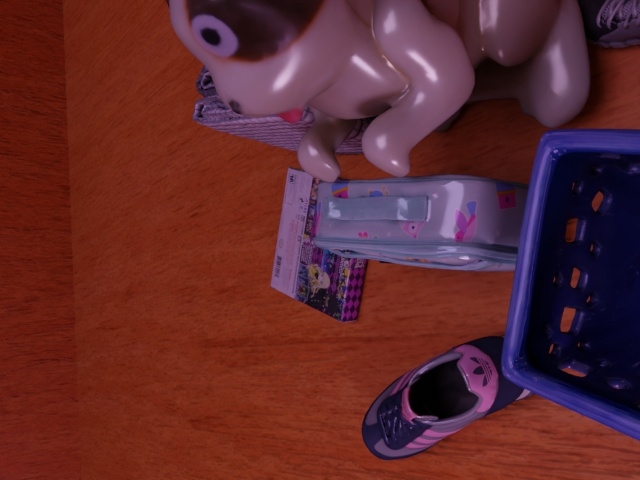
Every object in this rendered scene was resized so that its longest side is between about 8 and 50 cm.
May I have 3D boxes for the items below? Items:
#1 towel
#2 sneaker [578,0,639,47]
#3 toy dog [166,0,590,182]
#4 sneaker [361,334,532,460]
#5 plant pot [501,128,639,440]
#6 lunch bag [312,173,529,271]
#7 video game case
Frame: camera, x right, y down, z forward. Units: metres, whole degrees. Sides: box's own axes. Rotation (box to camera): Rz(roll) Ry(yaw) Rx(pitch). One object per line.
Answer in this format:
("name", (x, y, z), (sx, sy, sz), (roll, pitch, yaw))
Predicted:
("towel", (-0.036, -0.219, 0.930), (0.284, 0.235, 0.121), (9, 90, 50))
("sneaker", (0.323, -0.242, 0.575), (0.229, 0.132, 0.086), (27, 109, 47))
("toy dog", (0.048, -0.250, 0.619), (0.285, 0.408, 0.394), (27, 125, 53))
("sneaker", (0.132, 0.218, 0.789), (0.319, 0.131, 0.112), (-48, 55, 38))
("plant pot", (0.324, 0.037, 0.503), (0.236, 0.212, 0.235), (16, 101, 49))
("lunch bag", (0.131, -0.019, 0.727), (0.279, 0.224, 0.107), (2, 90, 49))
("video game case", (0.000, 0.000, 1.023), (0.210, 0.042, 0.231), (19, 103, 49))
